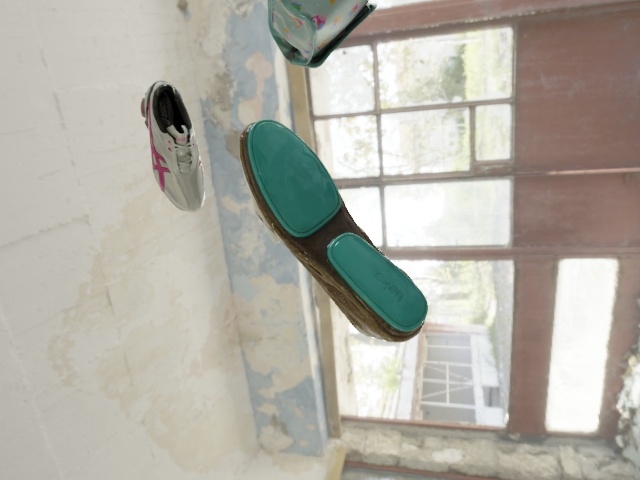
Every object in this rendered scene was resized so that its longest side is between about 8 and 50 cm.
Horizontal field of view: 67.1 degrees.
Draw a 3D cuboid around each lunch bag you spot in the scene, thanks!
[{"bbox_3d":[0.007,-0.497,1.019,0.223,0.160,0.262,-48,-1,-5],"label":"lunch bag"}]

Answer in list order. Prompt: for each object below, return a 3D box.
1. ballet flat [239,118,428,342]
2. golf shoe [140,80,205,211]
[{"bbox_3d":[0.000,0.000,0.642,0.116,0.342,0.124,-39,-5,-30],"label":"ballet flat"},{"bbox_3d":[-0.206,-0.128,0.679,0.086,0.068,0.186,13,121,64],"label":"golf shoe"}]
